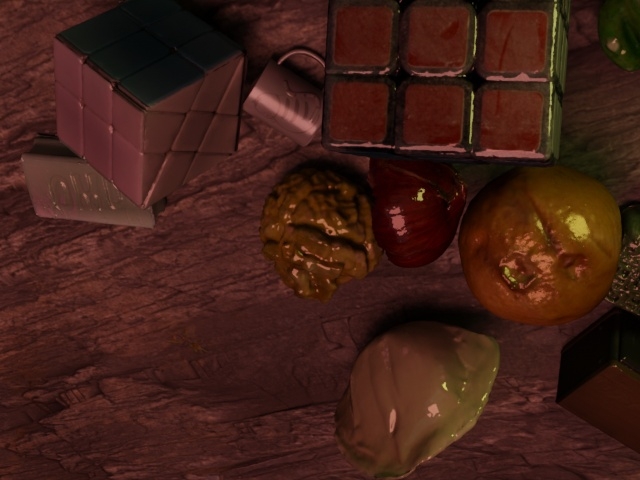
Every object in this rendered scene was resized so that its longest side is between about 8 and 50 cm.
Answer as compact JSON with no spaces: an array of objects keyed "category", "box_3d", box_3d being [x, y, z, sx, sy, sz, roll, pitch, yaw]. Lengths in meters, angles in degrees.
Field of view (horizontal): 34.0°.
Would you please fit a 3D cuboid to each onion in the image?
[{"category":"onion","box_3d":[0.154,-0.075,1.721,0.161,0.248,0.248,5,133,0]}]

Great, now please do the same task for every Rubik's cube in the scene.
[{"category":"Rubik's cube","box_3d":[0.185,-0.258,1.440,0.305,0.301,0.304,6,94,16]},{"category":"Rubik's cube","box_3d":[-0.278,-0.232,1.692,0.224,0.231,0.221,36,141,22]}]

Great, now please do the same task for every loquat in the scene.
[{"category":"loquat","box_3d":[0.349,-0.003,1.692,0.275,0.284,0.276,5,122,9]}]

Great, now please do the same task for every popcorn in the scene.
[{"category":"popcorn","box_3d":[0.000,0.000,1.876,0.259,0.212,0.259,10,126,14]}]

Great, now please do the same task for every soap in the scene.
[{"category":"soap","box_3d":[-0.428,-0.109,1.998,0.261,0.094,0.150,6,132,14]}]

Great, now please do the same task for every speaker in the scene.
[{"category":"speaker","box_3d":[0.583,0.270,1.943,0.230,0.153,0.192,31,132,-9]}]

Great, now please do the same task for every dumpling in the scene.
[{"category":"dumpling","box_3d":[0.158,0.313,2.020,0.395,0.316,0.233,-17,128,41]}]

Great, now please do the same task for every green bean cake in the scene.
[{"category":"green bean cake","box_3d":[0.557,0.047,1.793,0.181,0.094,0.173,27,133,-7]}]

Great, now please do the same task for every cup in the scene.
[{"category":"cup","box_3d":[-0.048,-0.241,1.744,0.133,0.099,0.136,32,134,-9]}]

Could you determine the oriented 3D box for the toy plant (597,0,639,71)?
[{"category":"toy plant","box_3d":[0.476,-0.354,1.439,0.224,0.185,0.316,-5,145,29]}]
